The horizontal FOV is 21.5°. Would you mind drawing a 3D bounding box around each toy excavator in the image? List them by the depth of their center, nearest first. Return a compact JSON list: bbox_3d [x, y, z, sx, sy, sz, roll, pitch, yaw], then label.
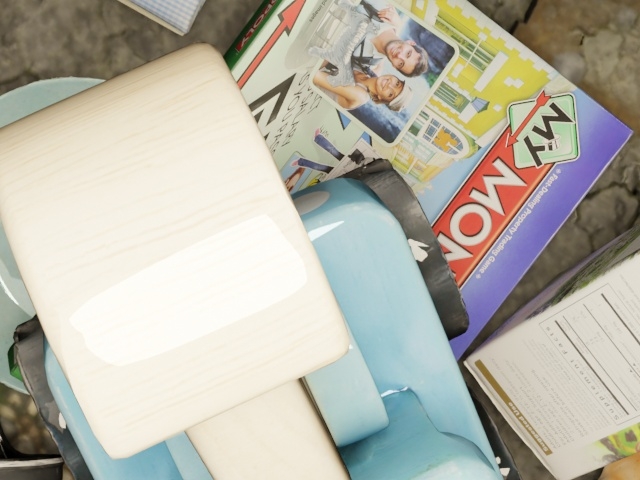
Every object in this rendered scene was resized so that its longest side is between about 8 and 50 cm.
[{"bbox_3d":[-0.010,0.092,0.727,0.222,0.445,0.433,-24,111,-4],"label":"toy excavator"}]

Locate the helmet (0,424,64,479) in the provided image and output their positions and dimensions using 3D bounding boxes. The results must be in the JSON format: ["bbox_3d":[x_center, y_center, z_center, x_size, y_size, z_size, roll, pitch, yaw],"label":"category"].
[{"bbox_3d":[-0.238,0.142,0.971,0.169,0.169,0.162,-34,82,7],"label":"helmet"}]

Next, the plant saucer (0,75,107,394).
[{"bbox_3d":[-0.142,-0.001,1.010,0.194,0.037,0.195,1,96,5],"label":"plant saucer"}]

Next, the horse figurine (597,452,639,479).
[{"bbox_3d":[0.176,0.176,0.957,0.263,0.174,0.066,-39,115,0],"label":"horse figurine"}]

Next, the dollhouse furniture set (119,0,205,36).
[{"bbox_3d":[-0.068,-0.234,0.902,0.286,0.198,0.303,31,97,1],"label":"dollhouse furniture set"}]

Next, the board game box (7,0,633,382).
[{"bbox_3d":[0.000,0.000,0.964,0.213,0.046,0.317,34,97,-18],"label":"board game box"}]

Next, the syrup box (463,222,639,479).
[{"bbox_3d":[0.182,0.043,0.886,0.093,0.237,0.096,-37,87,-29],"label":"syrup box"}]
